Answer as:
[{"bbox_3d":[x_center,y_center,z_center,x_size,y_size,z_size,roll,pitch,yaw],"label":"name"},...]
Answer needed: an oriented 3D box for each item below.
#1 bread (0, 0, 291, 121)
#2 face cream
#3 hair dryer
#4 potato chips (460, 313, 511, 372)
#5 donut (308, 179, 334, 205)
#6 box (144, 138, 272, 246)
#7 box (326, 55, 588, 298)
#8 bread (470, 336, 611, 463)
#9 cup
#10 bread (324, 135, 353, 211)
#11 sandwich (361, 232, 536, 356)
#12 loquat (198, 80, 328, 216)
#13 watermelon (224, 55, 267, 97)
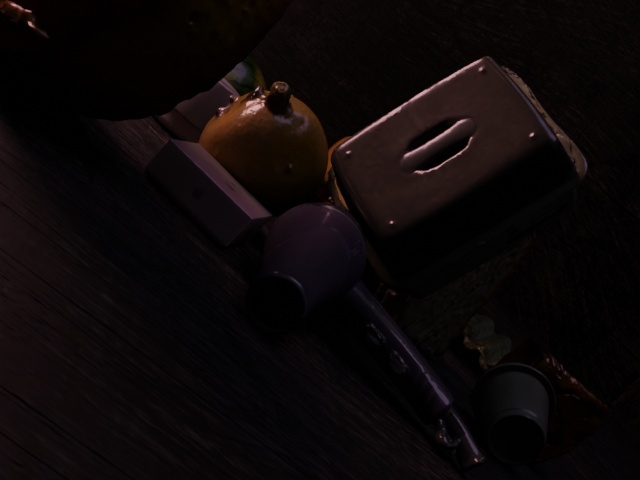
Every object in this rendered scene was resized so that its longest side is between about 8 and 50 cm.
[{"bbox_3d":[-0.200,-0.304,1.097,0.215,0.398,0.398,47,3,-43],"label":"bread"},{"bbox_3d":[-0.185,-0.203,1.530,0.117,0.104,0.117,41,8,-7],"label":"face cream"},{"bbox_3d":[0.064,0.119,1.154,0.361,0.121,0.301,48,16,-3],"label":"hair dryer"},{"bbox_3d":[0.338,0.227,2.038,0.358,0.070,0.429,49,10,15],"label":"potato chips"},{"bbox_3d":[-0.025,-0.151,2.089,0.216,0.096,0.230,45,9,10],"label":"donut"},{"bbox_3d":[-0.129,-0.055,1.225,0.129,0.051,0.130,44,8,3],"label":"box"},{"bbox_3d":[0.164,-0.079,1.313,0.221,0.290,0.166,60,4,32],"label":"box"},{"bbox_3d":[0.334,0.248,1.605,0.143,0.149,0.158,46,8,-5],"label":"bread"},{"bbox_3d":[0.270,0.247,1.449,0.120,0.120,0.141,42,19,-9],"label":"cup"},{"bbox_3d":[0.188,-0.070,1.944,0.424,0.245,0.329,20,49,-56],"label":"bread"},{"bbox_3d":[0.169,0.022,1.544,0.131,0.262,0.325,43,7,27],"label":"sandwich"},{"bbox_3d":[-0.073,-0.119,1.350,0.172,0.205,0.149,-2,41,-18],"label":"loquat"},{"bbox_3d":[-0.192,-0.328,2.085,0.232,0.127,0.204,35,10,-30],"label":"watermelon"}]
